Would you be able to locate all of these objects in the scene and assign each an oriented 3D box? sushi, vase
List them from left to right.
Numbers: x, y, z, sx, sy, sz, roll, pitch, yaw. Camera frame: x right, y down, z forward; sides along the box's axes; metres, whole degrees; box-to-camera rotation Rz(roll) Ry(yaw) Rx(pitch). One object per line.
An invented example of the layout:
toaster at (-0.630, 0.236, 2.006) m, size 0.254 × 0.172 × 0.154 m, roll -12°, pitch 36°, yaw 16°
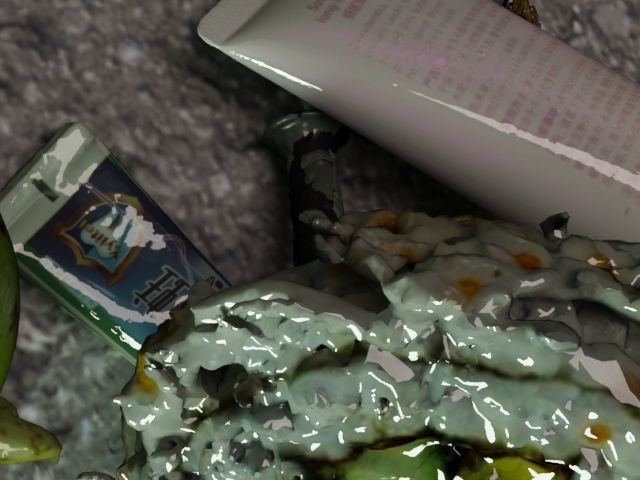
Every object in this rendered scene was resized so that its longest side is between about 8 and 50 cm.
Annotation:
vase at (0.000, 0.000, 1.068) m, size 0.059 × 0.059 × 0.167 m, roll 9°, pitch 55°, yaw -25°
sushi at (0.066, 0.155, 0.947) m, size 0.417 × 0.417 × 0.176 m, roll 39°, pitch 23°, yaw -14°

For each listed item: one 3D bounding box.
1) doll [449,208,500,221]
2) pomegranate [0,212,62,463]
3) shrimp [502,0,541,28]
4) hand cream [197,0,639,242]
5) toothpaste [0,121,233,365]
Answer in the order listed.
doll at (0.144, 0.118, 1.119) m, size 0.138 × 0.119 × 0.293 m, roll -17°, pitch 82°, yaw -46°
pomegranate at (-0.256, 0.048, 0.871) m, size 0.341 × 0.260 × 0.260 m, roll 42°, pitch 60°, yaw -46°
shrimp at (0.146, -0.083, 1.201) m, size 0.101 × 0.042 × 0.190 m, roll 3°, pitch 76°, yaw -47°
hand cream at (0.109, -0.083, 1.102) m, size 0.359 × 0.118 × 0.185 m, roll 31°, pitch 46°, yaw 4°
toothpaste at (-0.038, 0.091, 1.057) m, size 0.392 × 0.061 × 0.099 m, roll 44°, pitch 64°, yaw -10°
